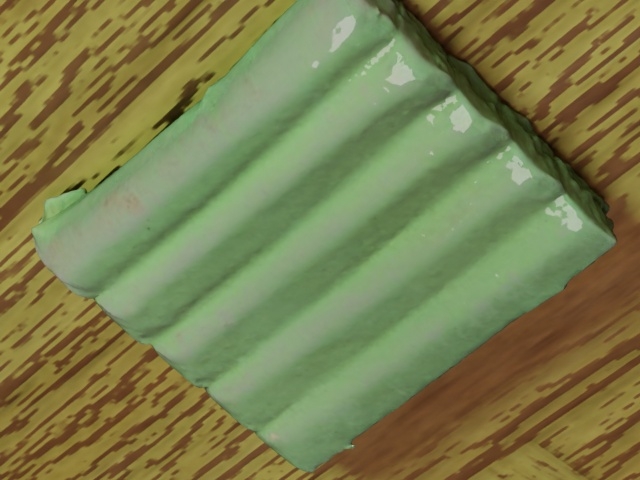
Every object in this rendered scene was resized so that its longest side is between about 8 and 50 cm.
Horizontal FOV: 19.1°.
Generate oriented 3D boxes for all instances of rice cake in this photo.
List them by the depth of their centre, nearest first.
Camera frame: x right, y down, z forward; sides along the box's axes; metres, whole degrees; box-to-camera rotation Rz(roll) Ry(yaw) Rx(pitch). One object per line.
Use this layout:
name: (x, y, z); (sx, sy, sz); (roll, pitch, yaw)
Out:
rice cake: (0.000, 0.000, 0.771); (0.198, 0.037, 0.189); (-32, 122, 28)
